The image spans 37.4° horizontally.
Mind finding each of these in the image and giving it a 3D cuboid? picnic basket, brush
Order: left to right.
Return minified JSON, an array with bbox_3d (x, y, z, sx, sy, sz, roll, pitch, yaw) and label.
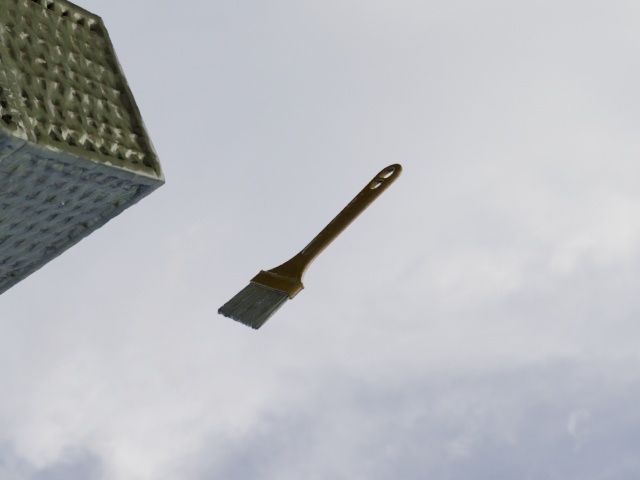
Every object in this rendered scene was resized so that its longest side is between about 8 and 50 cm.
[{"bbox_3d":[-0.222,-0.051,0.538,0.196,0.154,0.134,-31,-113,22],"label":"picnic basket"},{"bbox_3d":[0.000,0.000,1.077,0.272,0.013,0.103,-44,-155,-18],"label":"brush"}]
